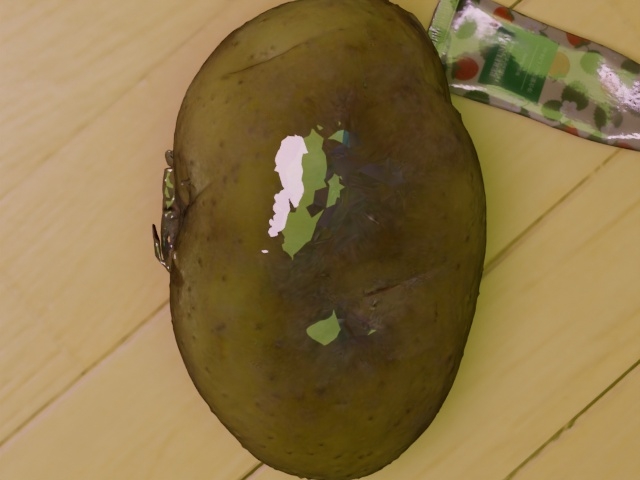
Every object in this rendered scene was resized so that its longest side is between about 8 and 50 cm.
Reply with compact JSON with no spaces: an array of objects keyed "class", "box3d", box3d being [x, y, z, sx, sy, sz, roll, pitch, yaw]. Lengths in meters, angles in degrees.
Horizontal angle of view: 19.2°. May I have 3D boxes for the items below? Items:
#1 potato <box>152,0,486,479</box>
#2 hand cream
[{"class":"potato","box3d":[0.000,0.000,0.956,0.169,0.143,0.248,-6,104,-13]},{"class":"hand cream","box3d":[0.135,-0.085,1.027,0.165,0.037,0.057,20,91,-5]}]
